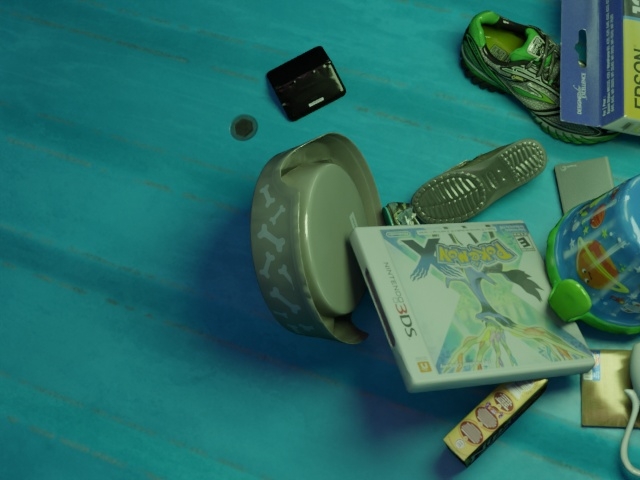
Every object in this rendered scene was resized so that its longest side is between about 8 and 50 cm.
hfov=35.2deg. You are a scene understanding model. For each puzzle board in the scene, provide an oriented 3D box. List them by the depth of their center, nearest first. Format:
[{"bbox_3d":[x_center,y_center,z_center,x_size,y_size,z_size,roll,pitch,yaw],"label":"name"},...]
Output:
[{"bbox_3d":[0.477,0.241,1.651,0.096,0.011,0.128,0,72,12],"label":"puzzle board"}]

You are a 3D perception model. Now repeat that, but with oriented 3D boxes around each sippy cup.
[{"bbox_3d":[0.502,0.004,1.577,0.240,0.224,0.305,19,66,-3],"label":"sippy cup"}]

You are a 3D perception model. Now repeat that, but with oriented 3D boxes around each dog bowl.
[{"bbox_3d":[0.000,0.000,1.660,0.102,0.349,0.348,-5,71,25],"label":"dog bowl"}]

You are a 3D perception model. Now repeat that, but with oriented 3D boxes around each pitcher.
[{"bbox_3d":[0.539,0.257,1.579,0.178,0.125,0.207,-17,81,7],"label":"pitcher"}]

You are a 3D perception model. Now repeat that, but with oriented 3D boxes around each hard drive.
[{"bbox_3d":[0.465,-0.074,1.751,0.094,0.022,0.135,-10,70,8],"label":"hard drive"}]

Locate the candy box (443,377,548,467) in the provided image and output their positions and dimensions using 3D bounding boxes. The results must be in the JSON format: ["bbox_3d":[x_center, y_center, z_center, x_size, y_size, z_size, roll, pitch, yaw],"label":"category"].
[{"bbox_3d":[0.282,0.280,1.624,0.187,0.109,0.053,-44,70,-5],"label":"candy box"}]

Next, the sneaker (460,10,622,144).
[{"bbox_3d":[0.392,-0.285,1.768,0.343,0.146,0.134,30,80,17],"label":"sneaker"}]

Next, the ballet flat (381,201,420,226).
[{"bbox_3d":[0.158,0.021,1.754,0.070,0.070,0.188,-12,83,7],"label":"ballet flat"}]

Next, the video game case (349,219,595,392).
[{"bbox_3d":[0.240,0.094,1.611,0.329,0.036,0.300,-2,52,-23],"label":"video game case"}]

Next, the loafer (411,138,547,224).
[{"bbox_3d":[0.280,-0.101,1.773,0.251,0.087,0.094,-23,95,14],"label":"loafer"}]

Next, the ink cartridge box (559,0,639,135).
[{"bbox_3d":[0.564,-0.317,1.717,0.307,0.072,0.303,11,68,-13],"label":"ink cartridge box"}]

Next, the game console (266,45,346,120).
[{"bbox_3d":[-0.027,-0.301,1.928,0.122,0.071,0.107,-28,99,2],"label":"game console"}]
